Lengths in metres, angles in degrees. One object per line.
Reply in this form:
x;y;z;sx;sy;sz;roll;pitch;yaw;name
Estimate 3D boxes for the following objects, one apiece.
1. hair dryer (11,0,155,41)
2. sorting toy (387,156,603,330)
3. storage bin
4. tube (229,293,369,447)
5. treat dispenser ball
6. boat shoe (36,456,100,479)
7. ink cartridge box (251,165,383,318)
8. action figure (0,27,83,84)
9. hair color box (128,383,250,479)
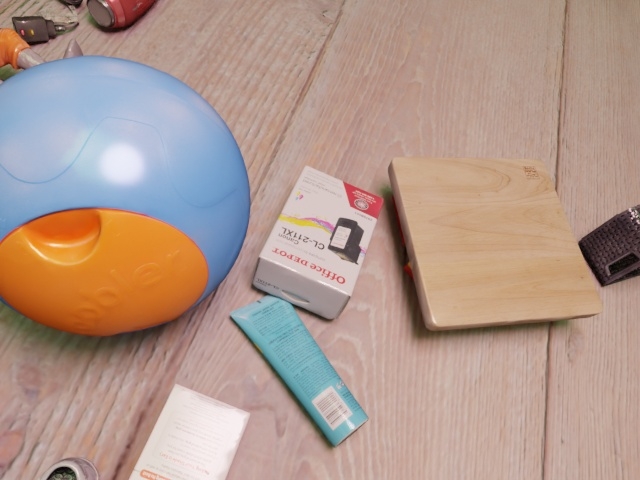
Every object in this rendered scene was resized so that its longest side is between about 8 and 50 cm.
-0.386;-0.444;0.811;0.293;0.080;0.224;-18;67;-22;hair dryer
0.235;0.008;0.712;0.257;0.089;0.255;-2;63;-15;sorting toy
0.529;-0.003;0.769;0.180;0.122;0.084;-13;66;-19;storage bin
-0.024;0.152;0.600;0.080;0.052;0.207;-23;63;-37;tube
-0.220;-0.044;0.516;0.288;0.288;0.288;6;61;-10;treat dispenser ball
-0.259;0.316;0.434;0.079;0.081;0.228;7;61;-10;boat shoe
0.000;0.000;0.660;0.127;0.072;0.175;23;53;-1;ink cartridge box
-0.524;-0.234;0.570;0.330;0.341;0.179;-2;100;12;action figure
-0.150;0.252;0.512;0.093;0.053;0.167;23;58;-2;hair color box
